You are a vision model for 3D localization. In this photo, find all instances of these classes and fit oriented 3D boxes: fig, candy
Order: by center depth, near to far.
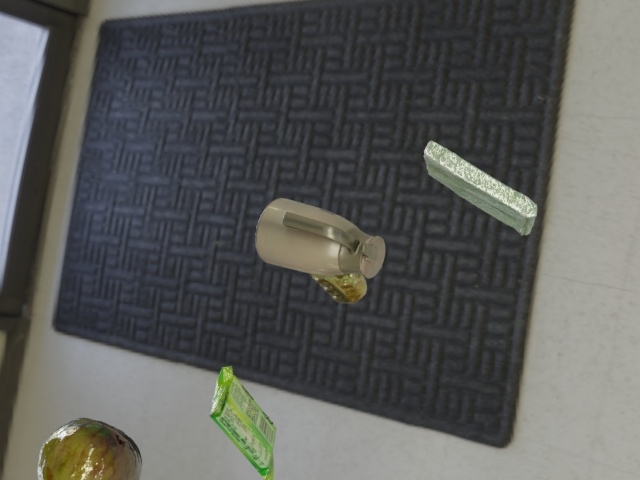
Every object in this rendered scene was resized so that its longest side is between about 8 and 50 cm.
[{"bbox_3d":[-0.326,0.351,1.310,0.149,0.149,0.245,7,63,42],"label":"fig"},{"bbox_3d":[-0.114,0.284,1.554,0.032,0.178,0.102,-18,36,23],"label":"candy"}]

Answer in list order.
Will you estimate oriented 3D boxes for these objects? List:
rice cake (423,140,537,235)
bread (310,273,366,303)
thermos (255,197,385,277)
[{"bbox_3d":[0.276,-0.091,1.763,0.226,0.085,0.040,34,74,14],"label":"rice cake"},{"bbox_3d":[0.035,0.066,1.669,0.066,0.110,0.060,-26,49,17],"label":"bread"},{"bbox_3d":[0.000,0.000,1.532,0.193,0.137,0.105,16,74,32],"label":"thermos"}]
